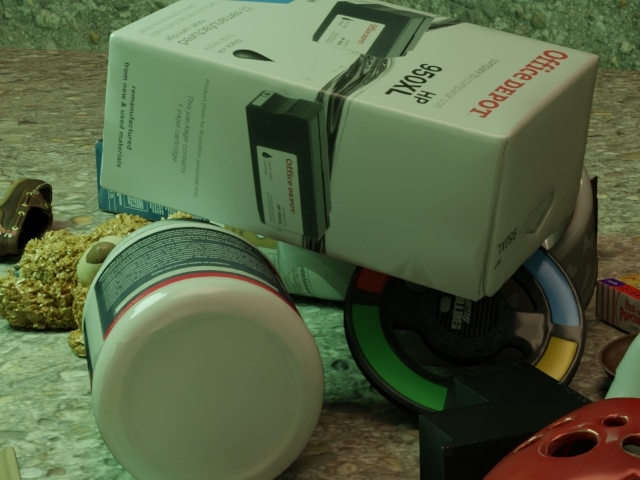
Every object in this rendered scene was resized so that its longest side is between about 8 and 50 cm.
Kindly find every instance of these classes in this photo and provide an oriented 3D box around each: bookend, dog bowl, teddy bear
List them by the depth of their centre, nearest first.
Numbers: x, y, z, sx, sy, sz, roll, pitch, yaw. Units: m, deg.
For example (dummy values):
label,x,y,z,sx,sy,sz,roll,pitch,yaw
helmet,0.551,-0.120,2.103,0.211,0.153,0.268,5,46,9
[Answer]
label,x,y,z,sx,sy,sz,roll,pitch,yaw
bookend,0.140,0.167,1.404,0.157,0.072,0.156,-8,16,-21
dog bowl,0.128,-0.028,1.775,0.348,0.102,0.349,1,45,-1
teddy bear,-0.243,0.026,1.884,0.245,0.113,0.338,-4,15,1

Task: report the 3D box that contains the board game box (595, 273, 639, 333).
label,x,y,z,sx,sy,sz,roll,pitch,yaw
board game box,0.414,0.068,1.795,0.193,0.045,0.147,-8,17,-23

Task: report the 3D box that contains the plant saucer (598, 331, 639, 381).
label,x,y,z,sx,sy,sz,roll,pitch,yaw
plant saucer,0.363,0.129,1.596,0.198,0.036,0.198,-1,15,0

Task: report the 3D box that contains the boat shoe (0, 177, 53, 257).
label,x,y,z,sx,sy,sz,roll,pitch,yaw
boat shoe,-0.381,-0.026,2.169,0.073,0.073,0.207,4,23,12

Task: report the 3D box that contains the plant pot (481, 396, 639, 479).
label,x,y,z,sx,sy,sz,roll,pitch,yaw
plant pot,0.159,0.209,1.031,0.174,0.191,0.191,-18,22,-39

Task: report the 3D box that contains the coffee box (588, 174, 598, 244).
label,x,y,z,sx,sy,sz,roll,pitch,yaw
coffee box,0.204,-0.029,2.066,0.246,0.098,0.141,5,16,22

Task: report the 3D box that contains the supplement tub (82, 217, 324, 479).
label,x,y,z,sx,sy,sz,roll,pitch,yaw
supplement tub,-0.109,0.093,1.472,0.191,0.191,0.272,-4,16,-9

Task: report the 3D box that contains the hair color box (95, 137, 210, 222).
label,x,y,z,sx,sy,sz,roll,pitch,yaw
hair color box,-0.124,-0.082,2.282,0.347,0.105,0.174,12,20,38

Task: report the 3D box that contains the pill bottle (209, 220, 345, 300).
label,x,y,z,sx,sy,sz,roll,pitch,yaw
pill bottle,0.000,0.000,1.912,0.229,0.131,0.131,9,18,21

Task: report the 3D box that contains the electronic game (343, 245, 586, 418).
label,x,y,z,sx,sy,sz,roll,pitch,yaw
electronic game,0.136,0.074,1.583,0.229,0.048,0.229,2,57,-3

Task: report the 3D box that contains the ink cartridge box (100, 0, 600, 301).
label,x,y,z,sx,sy,sz,roll,pitch,yaw
ink cartridge box,0.034,-0.114,1.605,0.395,0.166,0.285,17,27,20

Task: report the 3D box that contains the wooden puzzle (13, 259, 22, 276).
label,x,y,z,sx,sy,sz,roll,pitch,yaw
wooden puzzle,-0.335,0.023,2.086,0.078,0.014,0.116,1,16,8

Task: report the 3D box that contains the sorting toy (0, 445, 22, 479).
label,x,y,z,sx,sy,sz,roll,pitch,yaw
sorting toy,-0.333,0.225,1.313,0.208,0.038,0.193,-10,17,-13

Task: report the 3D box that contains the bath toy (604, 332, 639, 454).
label,x,y,z,sx,sy,sz,roll,pitch,yaw
bath toy,0.371,0.144,1.305,0.151,0.129,0.348,-15,26,-37
